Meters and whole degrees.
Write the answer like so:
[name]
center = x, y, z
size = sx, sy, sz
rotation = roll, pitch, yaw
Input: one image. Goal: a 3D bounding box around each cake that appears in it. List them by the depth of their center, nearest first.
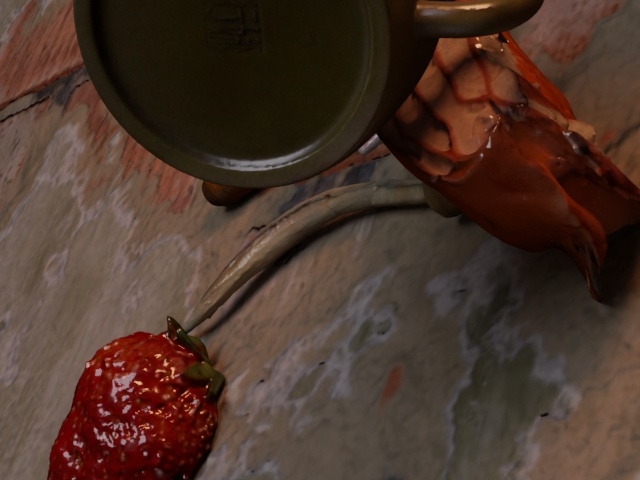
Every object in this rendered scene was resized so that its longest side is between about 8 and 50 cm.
[cake]
center = 0.077, -0.089, 1.001
size = 0.098, 0.135, 0.287
rotation = -50, 55, 13

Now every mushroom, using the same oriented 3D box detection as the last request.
[mushroom]
center = -0.002, -0.002, 1.205
size = 0.306, 0.043, 0.068
rotation = -25, 16, 42

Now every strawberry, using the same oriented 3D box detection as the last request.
[strawberry]
center = -0.147, 0.139, 1.232
size = 0.187, 0.082, 0.146
rotation = -61, 24, -3

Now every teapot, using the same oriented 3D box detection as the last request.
[teapot]
center = -0.008, -0.141, 0.947
size = 0.268, 0.185, 0.175
rotation = 5, 28, 18

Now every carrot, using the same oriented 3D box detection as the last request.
[carrot]
center = -0.054, -0.055, 1.334
size = 0.093, 0.032, 0.032
rotation = -29, 38, 29

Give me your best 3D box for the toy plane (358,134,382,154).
[toy plane]
center = 0.058, -0.162, 1.204
size = 0.252, 0.118, 0.252
rotation = -35, 32, 27
